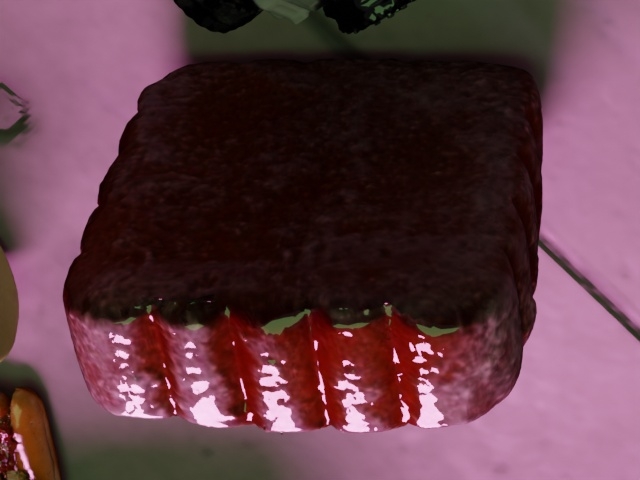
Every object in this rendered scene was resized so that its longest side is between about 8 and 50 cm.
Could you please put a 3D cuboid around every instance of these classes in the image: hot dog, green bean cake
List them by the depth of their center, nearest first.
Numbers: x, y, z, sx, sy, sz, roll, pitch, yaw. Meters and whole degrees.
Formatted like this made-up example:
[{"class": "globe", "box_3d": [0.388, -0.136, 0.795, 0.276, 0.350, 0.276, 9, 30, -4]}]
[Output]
[{"class": "green bean cake", "box_3d": [0.000, 0.000, 0.585, 0.135, 0.135, 0.056, 1, 127, 12]}, {"class": "hot dog", "box_3d": [-0.122, 0.091, 0.752, 0.037, 0.021, 0.083, 1, 125, 13]}]

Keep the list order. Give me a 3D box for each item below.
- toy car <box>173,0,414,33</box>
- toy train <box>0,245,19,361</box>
[{"class": "toy car", "box_3d": [-0.030, -0.130, 0.536, 0.080, 0.070, 0.171, -30, 113, 29]}, {"class": "toy train", "box_3d": [-0.232, 0.024, 0.687, 0.253, 0.105, 0.157, -17, 135, 23]}]
